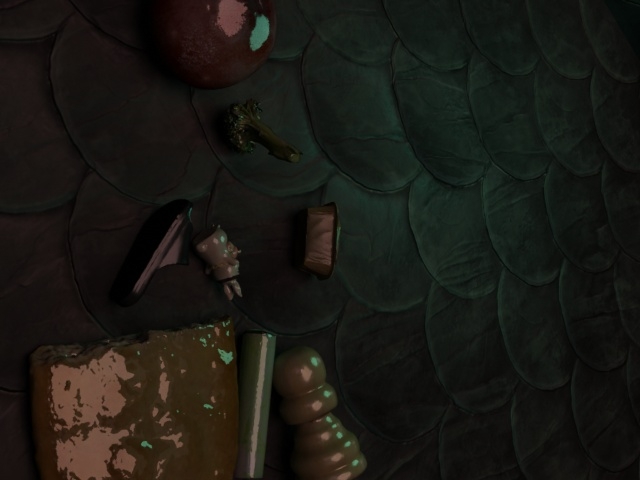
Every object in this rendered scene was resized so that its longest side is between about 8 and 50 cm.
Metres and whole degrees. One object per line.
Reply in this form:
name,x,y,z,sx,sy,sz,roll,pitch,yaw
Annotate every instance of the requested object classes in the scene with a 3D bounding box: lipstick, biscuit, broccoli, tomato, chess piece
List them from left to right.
biscuit,-0.332,0.363,1.695,0.429,0.104,0.446,3,82,-42
tomato,-0.209,-0.443,1.818,0.270,0.227,0.270,8,79,-44
lipstick,-0.140,0.339,1.891,0.076,0.076,0.304,13,76,-40
broccoli,-0.123,-0.215,1.896,0.118,0.204,0.122,-29,139,-36
chess piece,-0.023,0.376,1.956,0.167,0.167,0.299,-22,93,-41

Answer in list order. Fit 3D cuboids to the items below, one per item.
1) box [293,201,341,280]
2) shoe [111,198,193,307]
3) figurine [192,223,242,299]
box,0.000,0.000,2.041,0.111,0.111,0.177,13,77,-40
shoe,-0.309,0.035,1.757,0.093,0.108,0.241,41,67,-33
figurine,-0.192,0.039,1.873,0.098,0.081,0.146,-50,117,-34
